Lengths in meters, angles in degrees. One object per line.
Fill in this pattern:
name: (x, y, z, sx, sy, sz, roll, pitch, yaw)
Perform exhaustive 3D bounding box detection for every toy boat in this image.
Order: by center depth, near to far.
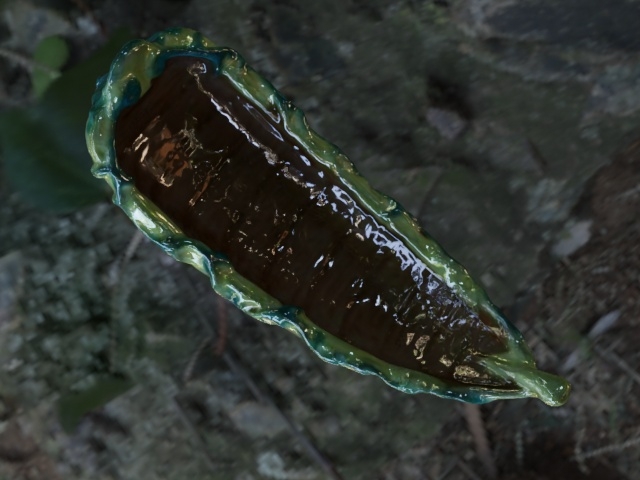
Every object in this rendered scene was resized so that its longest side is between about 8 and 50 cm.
toy boat: (-0.001, 0.004, 0.803, 0.293, 0.108, 0.099, 38, 160, -7)
